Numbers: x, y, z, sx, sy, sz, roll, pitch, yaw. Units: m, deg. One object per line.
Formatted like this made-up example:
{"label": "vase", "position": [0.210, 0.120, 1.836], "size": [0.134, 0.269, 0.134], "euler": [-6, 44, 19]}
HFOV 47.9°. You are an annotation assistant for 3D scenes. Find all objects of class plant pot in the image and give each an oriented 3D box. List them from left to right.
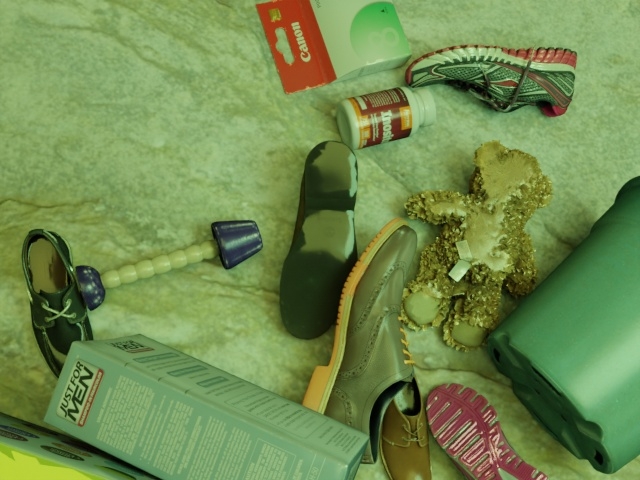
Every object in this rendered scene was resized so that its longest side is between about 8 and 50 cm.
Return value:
{"label": "plant pot", "position": [0.451, 0.137, 1.061], "size": [0.334, 0.341, 0.341], "euler": [-37, 85, -7]}

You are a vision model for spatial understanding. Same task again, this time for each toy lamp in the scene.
{"label": "toy lamp", "position": [-0.222, 0.032, 1.088], "size": [0.274, 0.080, 0.080], "euler": [-20, 80, -13]}

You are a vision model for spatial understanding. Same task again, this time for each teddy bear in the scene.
{"label": "teddy bear", "position": [0.247, 0.011, 1.167], "size": [0.244, 0.113, 0.338], "euler": [8, 83, 0]}

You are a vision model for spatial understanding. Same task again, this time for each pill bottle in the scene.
{"label": "pill bottle", "position": [0.109, -0.206, 1.194], "size": [0.151, 0.086, 0.086], "euler": [-15, 79, -12]}

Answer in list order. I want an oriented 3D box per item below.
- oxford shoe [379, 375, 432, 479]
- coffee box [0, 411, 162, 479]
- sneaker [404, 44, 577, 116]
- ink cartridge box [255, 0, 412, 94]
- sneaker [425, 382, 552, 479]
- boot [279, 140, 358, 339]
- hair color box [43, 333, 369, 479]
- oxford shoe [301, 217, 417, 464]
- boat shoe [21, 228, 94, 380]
{"label": "oxford shoe", "position": [0.130, 0.291, 1.085], "size": [0.076, 0.076, 0.213], "euler": [-8, 80, -13]}
{"label": "coffee box", "position": [-0.379, 0.399, 0.839], "size": [0.337, 0.334, 0.338], "euler": [20, 74, -4]}
{"label": "sneaker", "position": [0.293, -0.272, 1.228], "size": [0.298, 0.121, 0.112], "euler": [1, 97, -4]}
{"label": "ink cartridge box", "position": [0.023, -0.365, 1.237], "size": [0.224, 0.056, 0.181], "euler": [-16, 79, -14]}
{"label": "sneaker", "position": [0.246, 0.331, 1.083], "size": [0.102, 0.111, 0.252], "euler": [-31, 61, -11]}
{"label": "boot", "position": [0.000, 0.000, 1.127], "size": [0.112, 0.115, 0.306], "euler": [9, 94, -8]}
{"label": "hair color box", "position": [-0.138, 0.245, 0.937], "size": [0.374, 0.185, 0.114], "euler": [21, 90, 13]}
{"label": "oxford shoe", "position": [0.091, 0.147, 1.063], "size": [0.132, 0.130, 0.364], "euler": [17, 84, 25]}
{"label": "boat shoe", "position": [-0.386, 0.097, 1.046], "size": [0.083, 0.079, 0.233], "euler": [-13, 81, -14]}
